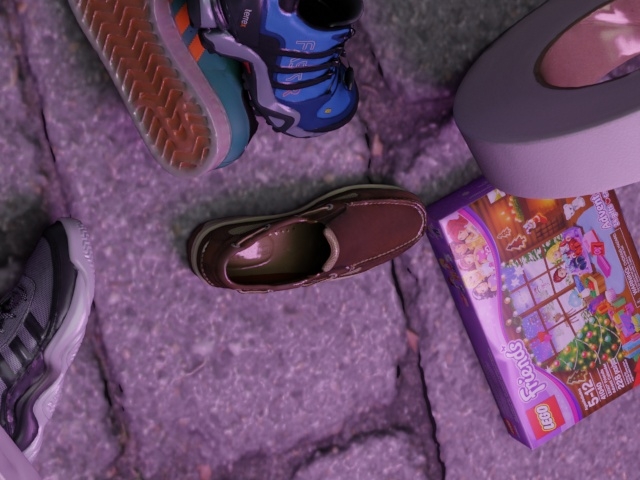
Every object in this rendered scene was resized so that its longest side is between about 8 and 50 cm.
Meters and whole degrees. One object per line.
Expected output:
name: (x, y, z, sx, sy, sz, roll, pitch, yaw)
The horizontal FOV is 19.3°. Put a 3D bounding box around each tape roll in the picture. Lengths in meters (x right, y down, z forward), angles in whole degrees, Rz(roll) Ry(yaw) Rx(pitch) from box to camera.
tape roll: (0.315, -0.179, 1.828, 0.392, 0.392, 0.072, -35, 113, -13)

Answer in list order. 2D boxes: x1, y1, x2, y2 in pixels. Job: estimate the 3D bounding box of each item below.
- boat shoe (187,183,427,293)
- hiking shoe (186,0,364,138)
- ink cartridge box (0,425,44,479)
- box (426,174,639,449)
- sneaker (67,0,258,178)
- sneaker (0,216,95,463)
boat shoe: (0.001, 0.008, 1.896, 0.257, 0.095, 0.095, -15, 107, -20)
hiking shoe: (-0.012, -0.183, 1.764, 0.304, 0.132, 0.113, 39, 44, -60)
ink cartridge box: (-0.380, 0.261, 1.747, 0.231, 0.078, 0.134, -26, 124, 7)
box: (0.249, 0.052, 2.034, 0.201, 0.057, 0.293, -29, 111, -14)
sneaker: (-0.150, -0.210, 1.789, 0.121, 0.108, 0.302, -31, 101, -60)
sneaker: (-0.316, 0.095, 1.774, 0.153, 0.101, 0.269, 16, 97, -28)
